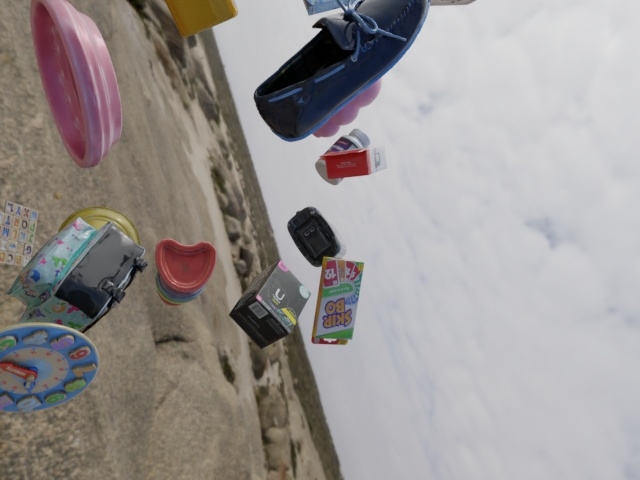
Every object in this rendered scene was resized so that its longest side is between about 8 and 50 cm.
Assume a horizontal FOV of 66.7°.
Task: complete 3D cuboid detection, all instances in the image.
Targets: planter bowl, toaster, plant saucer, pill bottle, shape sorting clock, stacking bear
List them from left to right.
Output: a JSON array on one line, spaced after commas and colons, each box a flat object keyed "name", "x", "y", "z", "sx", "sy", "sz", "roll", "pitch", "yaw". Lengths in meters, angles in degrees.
[{"name": "shape sorting clock", "x": -0.480, "y": 0.217, "z": 0.810, "sx": 0.040, "sy": 0.206, "sz": 0.206, "roll": -119, "pitch": -166, "yaw": -48}, {"name": "plant saucer", "x": -0.485, "y": -0.315, "z": 0.977, "sx": 0.332, "sy": 0.084, "sz": 0.332, "roll": 29, "pitch": -51, "yaw": 44}, {"name": "planter bowl", "x": -0.601, "y": 0.022, "z": 1.309, "sx": 0.090, "sy": 0.217, "sz": 0.217, "roll": -147, "pitch": -140, "yaw": -69}, {"name": "stacking bear", "x": -0.445, "y": 0.125, "z": 1.535, "sx": 0.289, "sy": 0.175, "sz": 0.164, "roll": 136, "pitch": -46, "yaw": -58}, {"name": "toaster", "x": 0.000, "y": 0.000, "z": 1.589, "sx": 0.227, "sy": 0.129, "sz": 0.146, "roll": 54, "pitch": 11, "yaw": 14}, {"name": "pill bottle", "x": 0.080, "y": -0.289, "z": 1.655, "sx": 0.108, "sy": 0.193, "sz": 0.108, "roll": 38, "pitch": -17, "yaw": 14}]

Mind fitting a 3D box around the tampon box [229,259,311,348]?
[{"name": "tampon box", "x": -0.116, "y": 0.150, "z": 1.161, "sx": 0.120, "sy": 0.101, "sz": 0.161, "roll": 49, "pitch": 33, "yaw": -13}]

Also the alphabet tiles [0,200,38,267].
[{"name": "alphabet tiles", "x": -0.991, "y": -0.022, "z": 1.550, "sx": 0.237, "sy": 0.009, "sz": 0.198, "roll": 70, "pitch": 24, "yaw": -80}]

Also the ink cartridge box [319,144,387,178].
[{"name": "ink cartridge box", "x": 0.102, "y": -0.235, "z": 1.461, "sx": 0.231, "sy": 0.134, "sz": 0.078, "roll": -30, "pitch": 114, "yaw": -62}]

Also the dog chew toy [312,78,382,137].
[{"name": "dog chew toy", "x": 0.075, "y": -0.523, "z": 1.803, "sx": 0.206, "sy": 0.332, "sz": 0.206, "roll": 32, "pitch": 24, "yaw": -16}]

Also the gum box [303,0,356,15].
[{"name": "gum box", "x": 0.028, "y": -0.776, "z": 1.475, "sx": 0.041, "sy": 0.184, "sz": 0.157, "roll": 94, "pitch": -22, "yaw": -73}]

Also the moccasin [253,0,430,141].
[{"name": "moccasin", "x": 0.038, "y": -0.305, "z": 0.778, "sx": 0.138, "sy": 0.342, "sz": 0.117, "roll": 43, "pitch": 1, "yaw": 40}]

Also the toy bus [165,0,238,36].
[{"name": "toy bus", "x": -0.244, "y": -0.507, "z": 0.758, "sx": 0.130, "sy": 0.108, "sz": 0.332, "roll": -106, "pitch": 175, "yaw": -58}]

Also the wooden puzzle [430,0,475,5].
[{"name": "wooden puzzle", "x": 0.316, "y": -0.557, "z": 0.954, "sx": 0.322, "sy": 0.348, "sz": 0.080, "roll": -3, "pitch": -72, "yaw": 58}]

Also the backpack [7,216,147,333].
[{"name": "backpack", "x": -0.516, "y": 0.094, "z": 1.016, "sx": 0.191, "sy": 0.253, "sz": 0.225, "roll": 37, "pitch": 38, "yaw": -18}]

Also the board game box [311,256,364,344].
[{"name": "board game box", "x": 0.050, "y": 0.183, "z": 1.430, "sx": 0.039, "sy": 0.124, "sz": 0.259, "roll": -160, "pitch": -102, "yaw": -66}]
